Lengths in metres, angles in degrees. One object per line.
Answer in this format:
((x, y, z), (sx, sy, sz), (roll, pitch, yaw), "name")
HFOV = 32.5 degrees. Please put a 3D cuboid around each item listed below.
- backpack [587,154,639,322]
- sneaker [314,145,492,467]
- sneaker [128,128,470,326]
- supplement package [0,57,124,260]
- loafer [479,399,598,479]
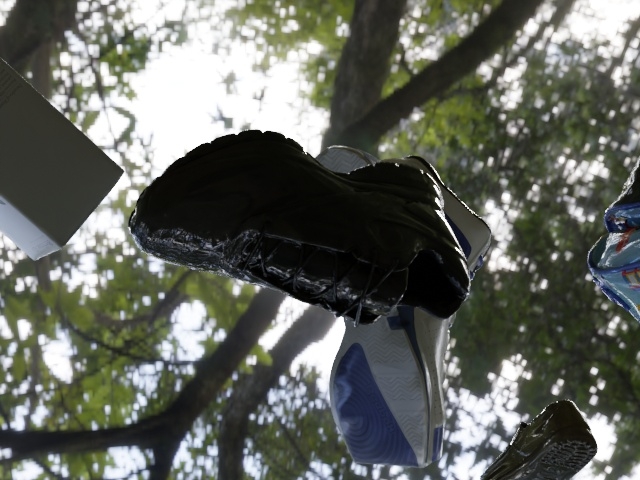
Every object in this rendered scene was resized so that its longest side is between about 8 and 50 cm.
((0.203, 0.019, 0.380), (0.173, 0.158, 0.117), (46, -115, -19), "backpack")
((0.099, 0.054, 1.075), (0.182, 0.316, 0.127), (-14, -171, -44), "sneaker")
((0.000, 0.000, 0.814), (0.286, 0.109, 0.130), (2, -137, -32), "sneaker")
((-0.301, -0.081, 1.066), (0.179, 0.105, 0.105), (43, -116, -17), "supplement package")
((0.179, 0.182, 0.910), (0.056, 0.148, 0.050), (24, -133, -15), "loafer")
